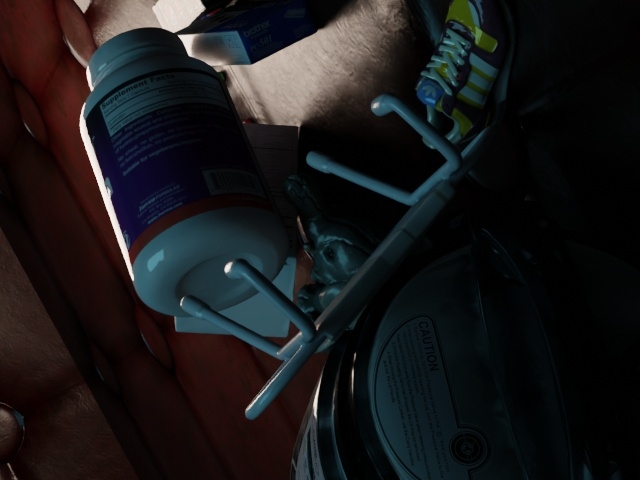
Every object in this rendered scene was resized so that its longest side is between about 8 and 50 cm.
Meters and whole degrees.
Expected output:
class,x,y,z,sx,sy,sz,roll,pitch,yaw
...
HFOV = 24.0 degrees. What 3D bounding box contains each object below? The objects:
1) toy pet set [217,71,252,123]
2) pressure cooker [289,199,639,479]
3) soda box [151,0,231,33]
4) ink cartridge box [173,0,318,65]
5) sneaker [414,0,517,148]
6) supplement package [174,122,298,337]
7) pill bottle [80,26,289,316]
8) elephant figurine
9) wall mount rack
class,x,y,z,sx,sy,sz,roll,pitch,yaw
toy pet set,-0.160,-0.173,2.060,0.122,0.065,0.114,59,158,8
pressure cooker,0.179,0.187,1.375,0.370,0.375,0.420,36,151,13
soda box,-0.161,-0.306,1.920,0.060,0.053,0.169,63,157,-2
ink cartridge box,-0.095,-0.247,1.792,0.207,0.097,0.046,11,127,61
sneaker,0.132,-0.163,1.419,0.069,0.084,0.185,42,151,39
supplement package,-0.107,-0.013,1.911,0.194,0.149,0.203,98,174,-56
pill bottle,-0.167,-0.085,1.730,0.181,0.182,0.323,99,153,-56
elephant figurine,0.050,0.038,1.720,0.239,0.186,0.169,100,164,-64
wall mount rack,0.000,0.000,1.394,0.130,0.350,0.304,42,165,-1
